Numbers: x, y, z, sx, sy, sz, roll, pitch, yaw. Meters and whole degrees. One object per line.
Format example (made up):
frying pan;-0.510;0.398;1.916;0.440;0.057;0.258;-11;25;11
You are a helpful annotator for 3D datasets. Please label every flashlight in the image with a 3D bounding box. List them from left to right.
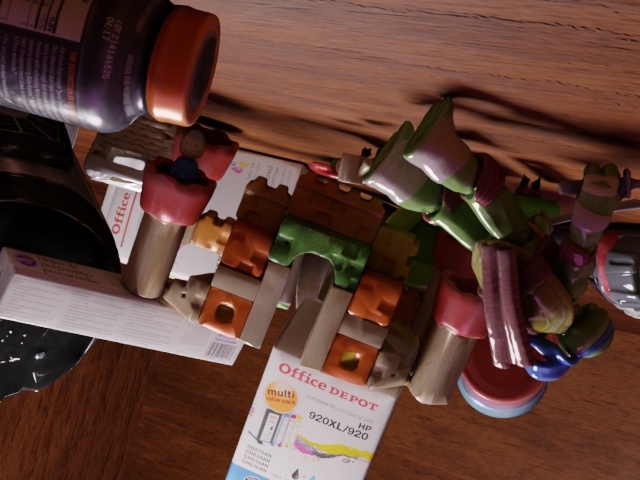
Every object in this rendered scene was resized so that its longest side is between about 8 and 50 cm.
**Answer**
flashlight;0.323;0.033;1.628;0.103;0.103;0.304;-25;-167;-30

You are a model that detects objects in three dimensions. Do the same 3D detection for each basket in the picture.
basket;-0.259;-0.126;1.781;0.113;0.103;0.167;17;175;-6

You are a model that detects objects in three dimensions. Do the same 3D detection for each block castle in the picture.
block castle;0.000;0.000;1.593;0.453;0.212;0.303;21;-163;-2

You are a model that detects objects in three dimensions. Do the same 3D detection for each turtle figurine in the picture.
turtle figurine;0.197;-0.040;1.171;0.266;0.274;0.198;38;-169;-11

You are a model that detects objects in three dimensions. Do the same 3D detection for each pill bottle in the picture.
pill bottle;-0.202;-0.157;0.961;0.246;0.130;0.130;16;176;6

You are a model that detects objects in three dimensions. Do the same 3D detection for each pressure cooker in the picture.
pressure cooker;-0.485;-0.036;1.651;0.420;0.376;0.369;56;168;45

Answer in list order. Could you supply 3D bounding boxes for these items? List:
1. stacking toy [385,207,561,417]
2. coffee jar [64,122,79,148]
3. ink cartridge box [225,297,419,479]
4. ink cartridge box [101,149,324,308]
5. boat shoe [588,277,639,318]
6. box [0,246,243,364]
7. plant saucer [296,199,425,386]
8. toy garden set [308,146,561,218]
stacking toy;0.193;0.106;1.831;0.309;0.279;0.130;12;162;11
coffee jar;-0.446;-0.169;1.976;0.079;0.096;0.184;22;174;-35
ink cartridge box;0.000;0.229;1.670;0.171;0.232;0.168;22;-157;5
ink cartridge box;-0.195;-0.043;1.912;0.354;0.207;0.119;14;174;20
boat shoe;0.435;0.063;1.711;0.096;0.098;0.277;16;177;-16
box;-0.235;0.082;1.531;0.324;0.067;0.063;15;-159;-33
plant saucer;0.093;0.091;1.962;0.311;0.310;0.050;19;166;-40
toy garden set;0.108;-0.073;1.380;0.244;0.049;0.204;15;-174;39
